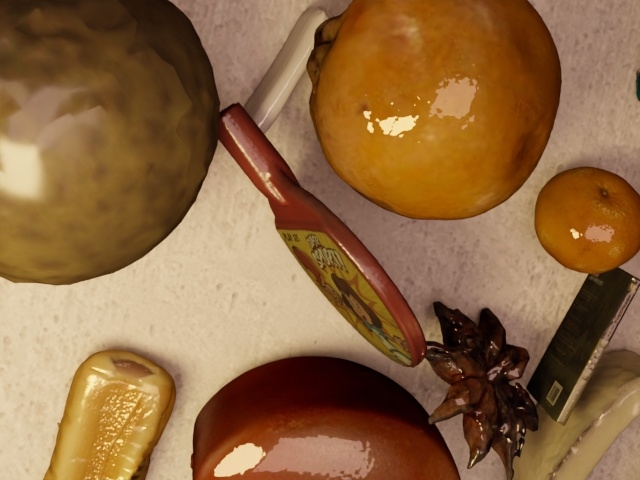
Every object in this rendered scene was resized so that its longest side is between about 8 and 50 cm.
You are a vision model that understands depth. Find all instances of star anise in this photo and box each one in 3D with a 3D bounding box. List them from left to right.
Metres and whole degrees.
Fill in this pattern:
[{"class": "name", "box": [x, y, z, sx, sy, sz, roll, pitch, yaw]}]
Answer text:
[{"class": "star anise", "box": [0.241, 0.198, 1.423, 0.103, 0.272, 0.272, -30, 111, 38]}]

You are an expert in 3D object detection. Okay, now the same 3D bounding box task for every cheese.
[{"class": "cheese", "box": [0.455, 0.342, 1.530, 0.292, 0.153, 0.332, 28, 98, -15]}]

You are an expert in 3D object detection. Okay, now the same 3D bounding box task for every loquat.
[{"class": "loquat", "box": [0.139, -0.182, 1.270, 0.329, 0.328, 0.328, -2, 103, -10]}]

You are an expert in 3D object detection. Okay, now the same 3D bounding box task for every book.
[{"class": "book", "box": [0.374, 0.140, 1.465, 0.024, 0.160, 0.228, 26, 97, -6]}]

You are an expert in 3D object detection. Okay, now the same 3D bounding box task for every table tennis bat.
[{"class": "table tennis bat", "box": [0.000, 0.000, 1.314, 0.051, 0.268, 0.414, -40, 104, -13]}]

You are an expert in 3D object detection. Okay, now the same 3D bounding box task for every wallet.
[{"class": "wallet", "box": [-0.043, -0.225, 1.341, 0.033, 0.095, 0.190, 30, 94, -23]}]

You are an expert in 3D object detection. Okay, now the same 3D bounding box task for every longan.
[{"class": "longan", "box": [-0.309, -0.143, 1.174, 0.391, 0.391, 0.390, -2, 103, -10]}]

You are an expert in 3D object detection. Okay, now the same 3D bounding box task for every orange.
[{"class": "orange", "box": [0.376, -0.025, 1.440, 0.159, 0.158, 0.136, 4, 141, -11]}]

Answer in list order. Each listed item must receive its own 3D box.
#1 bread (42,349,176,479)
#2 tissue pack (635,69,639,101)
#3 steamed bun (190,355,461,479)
[{"class": "bread", "box": [-0.304, 0.300, 1.414, 0.142, 0.091, 0.305, 20, 98, -6]}, {"class": "tissue pack", "box": [0.554, -0.256, 1.352, 0.134, 0.271, 0.192, 1, 104, -14]}, {"class": "steamed bun", "box": [0.019, 0.298, 1.396, 0.380, 0.235, 0.248, 19, 102, -13]}]
